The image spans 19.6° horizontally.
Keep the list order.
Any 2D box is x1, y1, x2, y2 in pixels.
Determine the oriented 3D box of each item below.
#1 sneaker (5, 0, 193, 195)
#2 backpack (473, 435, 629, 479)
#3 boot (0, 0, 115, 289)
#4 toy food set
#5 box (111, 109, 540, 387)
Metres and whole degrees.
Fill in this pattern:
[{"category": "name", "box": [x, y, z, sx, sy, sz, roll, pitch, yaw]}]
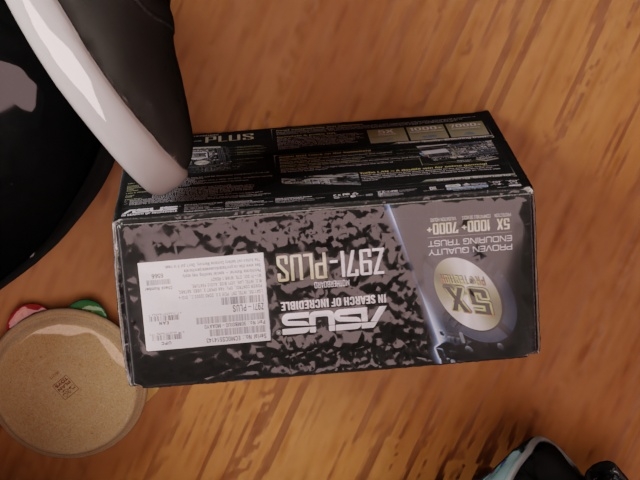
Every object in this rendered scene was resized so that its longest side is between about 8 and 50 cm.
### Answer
[{"category": "sneaker", "box": [-0.075, -0.174, 0.774, 0.147, 0.104, 0.295, -22, 83, 4]}, {"category": "backpack", "box": [0.085, 0.249, 0.876, 0.191, 0.253, 0.225, -30, 109, 27]}, {"category": "boot", "box": [-0.220, 0.040, 0.787, 0.348, 0.260, 0.131, -44, 105, 10]}, {"category": "toy food set", "box": [-0.127, 0.069, 0.927, 0.082, 0.020, 0.083, 33, 103, -12]}, {"category": "box", "box": [0.000, 0.000, 0.846, 0.180, 0.147, 0.077, -5, 108, -2]}]
